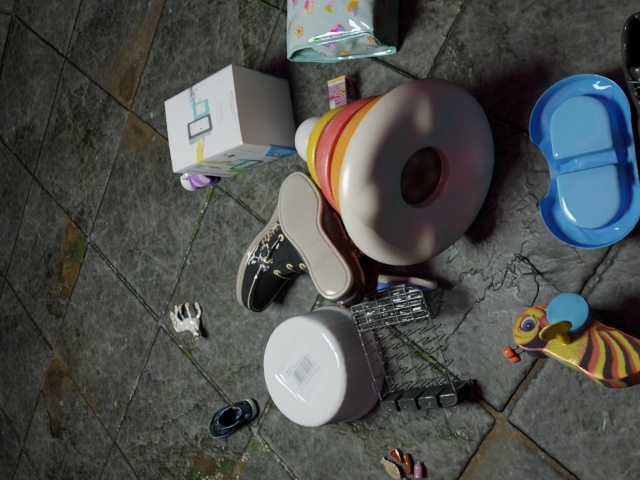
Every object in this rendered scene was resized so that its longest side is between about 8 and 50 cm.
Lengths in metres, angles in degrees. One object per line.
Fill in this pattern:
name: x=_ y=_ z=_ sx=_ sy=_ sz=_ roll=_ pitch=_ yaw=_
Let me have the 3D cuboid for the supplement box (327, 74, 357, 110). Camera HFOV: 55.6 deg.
supplement box: x=0.052 y=-0.335 z=1.415 sx=0.055 sy=0.043 sz=0.083 roll=-7 pitch=85 yaw=39

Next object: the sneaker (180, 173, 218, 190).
sneaker: x=-0.328 y=-0.256 z=1.708 sx=0.105 sy=0.095 sz=0.236 roll=6 pitch=99 yaw=33

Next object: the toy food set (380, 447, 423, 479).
toy food set: x=0.189 y=0.500 z=1.320 sx=0.122 sy=0.019 sz=0.077 roll=44 pitch=116 yaw=39

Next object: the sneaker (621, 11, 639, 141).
sneaker: x=0.534 y=-0.228 z=0.960 sx=0.109 sy=0.130 sz=0.286 roll=-24 pitch=76 yaw=35

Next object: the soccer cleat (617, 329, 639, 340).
soccer cleat: x=0.523 y=0.178 z=1.036 sx=0.083 sy=0.029 sz=0.035 roll=17 pitch=110 yaw=42

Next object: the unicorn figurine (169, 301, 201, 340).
unicorn figurine: x=-0.384 y=0.238 z=1.776 sx=0.162 sy=0.060 sz=0.111 roll=-18 pitch=79 yaw=55

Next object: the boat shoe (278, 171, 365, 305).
boat shoe: x=0.000 y=0.000 z=1.291 sx=0.112 sy=0.095 sz=0.335 roll=-34 pitch=55 yaw=14

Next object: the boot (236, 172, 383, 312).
boot: x=-0.026 y=0.063 z=1.420 sx=0.284 sy=0.138 sz=0.377 roll=38 pitch=103 yaw=33

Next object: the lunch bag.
lunch bag: x=0.036 y=-0.522 z=1.357 sx=0.262 sy=0.160 sz=0.223 roll=1 pitch=91 yaw=34

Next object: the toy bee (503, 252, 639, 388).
toy bee: x=0.408 y=0.171 z=1.045 sx=0.162 sy=0.195 sz=0.298 roll=-51 pitch=21 yaw=5

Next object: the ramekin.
ramekin: x=-0.002 y=0.293 z=1.402 sx=0.277 sy=0.135 sz=0.277 roll=0 pitch=91 yaw=40

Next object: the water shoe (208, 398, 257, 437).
water shoe: x=-0.260 y=0.483 z=1.650 sx=0.203 sy=0.080 sz=0.072 roll=-40 pitch=65 yaw=32

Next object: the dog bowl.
dog bowl: x=0.466 y=-0.133 z=1.053 sx=0.166 sy=0.074 sz=0.297 roll=-10 pitch=83 yaw=39

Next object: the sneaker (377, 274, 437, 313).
sneaker: x=0.183 y=0.119 z=1.296 sx=0.152 sy=0.058 sz=0.084 roll=2 pitch=86 yaw=44

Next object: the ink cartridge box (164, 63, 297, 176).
ink cartridge box: x=-0.231 y=-0.292 z=1.551 sx=0.270 sy=0.198 sz=0.197 roll=-13 pitch=82 yaw=40

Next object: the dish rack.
dish rack: x=0.179 y=0.224 z=1.261 sx=0.208 sy=0.074 sz=0.271 roll=-19 pitch=89 yaw=37

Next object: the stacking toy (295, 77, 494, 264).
stacking toy: x=0.081 y=-0.183 z=1.266 sx=0.480 sy=0.351 sz=0.350 roll=32 pitch=111 yaw=51
